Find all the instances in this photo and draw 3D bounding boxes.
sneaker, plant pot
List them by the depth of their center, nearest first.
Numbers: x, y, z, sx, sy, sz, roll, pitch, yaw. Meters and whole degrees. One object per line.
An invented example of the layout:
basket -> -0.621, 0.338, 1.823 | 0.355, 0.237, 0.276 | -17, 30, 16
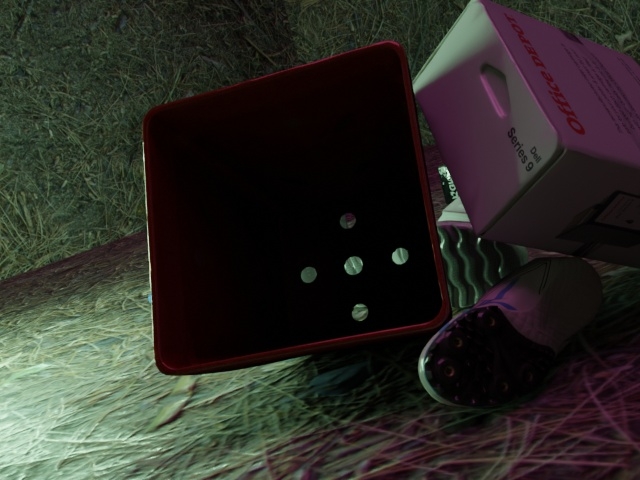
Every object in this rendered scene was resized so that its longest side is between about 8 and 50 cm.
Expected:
sneaker -> 0.158, 0.080, 0.669 | 0.237, 0.085, 0.086 | -23, -4, -42
plant pot -> 0.000, 0.000, 0.800 | 0.268, 0.267, 0.236 | -12, -19, 16
sneaker -> 0.141, 0.018, 0.971 | 0.115, 0.105, 0.281 | -23, 11, -40

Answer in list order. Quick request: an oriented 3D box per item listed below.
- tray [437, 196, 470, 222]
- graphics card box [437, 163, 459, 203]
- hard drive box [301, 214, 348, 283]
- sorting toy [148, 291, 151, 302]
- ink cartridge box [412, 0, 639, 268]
tray -> 0.289, -0.061, 1.307 | 0.145, 0.030, 0.270 | -40, 14, -9
graphics card box -> 0.463, -0.170, 1.658 | 0.371, 0.094, 0.233 | -8, 11, 32
hard drive box -> -0.015, -0.039, 1.178 | 0.089, 0.232, 0.181 | -16, 9, -3
sorting toy -> -0.165, 0.045, 1.502 | 0.348, 0.047, 0.196 | -13, 9, 8
ink cartridge box -> 0.256, -0.095, 0.761 | 0.289, 0.211, 0.121 | 10, -44, -30
